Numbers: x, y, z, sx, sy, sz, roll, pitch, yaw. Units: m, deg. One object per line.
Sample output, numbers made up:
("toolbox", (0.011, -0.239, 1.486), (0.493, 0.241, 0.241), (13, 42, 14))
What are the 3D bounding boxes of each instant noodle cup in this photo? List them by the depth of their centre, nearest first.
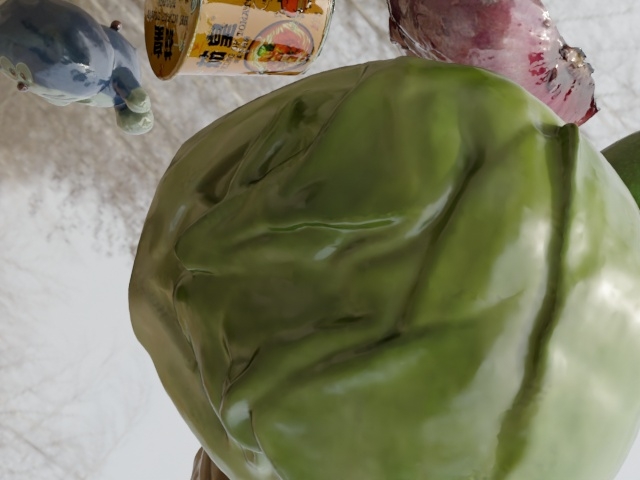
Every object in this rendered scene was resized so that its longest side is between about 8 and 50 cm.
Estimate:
("instant noodle cup", (-0.094, -0.280, 1.162), (0.215, 0.172, 0.216), (-13, -105, 63))

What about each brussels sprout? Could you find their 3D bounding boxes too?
("brussels sprout", (0.045, 0.031, 0.600), (0.327, 0.247, 0.328), (-13, -117, 27))

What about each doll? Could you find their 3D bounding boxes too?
("doll", (-0.344, -0.244, 1.386), (0.154, 0.228, 0.258), (-67, 165, 9))

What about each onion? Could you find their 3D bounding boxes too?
("onion", (0.131, -0.197, 0.946), (0.120, 0.227, 0.283), (-37, -142, 7))

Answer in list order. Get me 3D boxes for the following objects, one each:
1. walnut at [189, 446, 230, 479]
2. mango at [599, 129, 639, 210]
("walnut", (0.033, 0.275, 1.172), (0.397, 0.308, 0.354), (-20, 150, -44))
("mango", (0.376, -0.016, 1.168), (0.381, 0.225, 0.201), (-12, -174, 21))
